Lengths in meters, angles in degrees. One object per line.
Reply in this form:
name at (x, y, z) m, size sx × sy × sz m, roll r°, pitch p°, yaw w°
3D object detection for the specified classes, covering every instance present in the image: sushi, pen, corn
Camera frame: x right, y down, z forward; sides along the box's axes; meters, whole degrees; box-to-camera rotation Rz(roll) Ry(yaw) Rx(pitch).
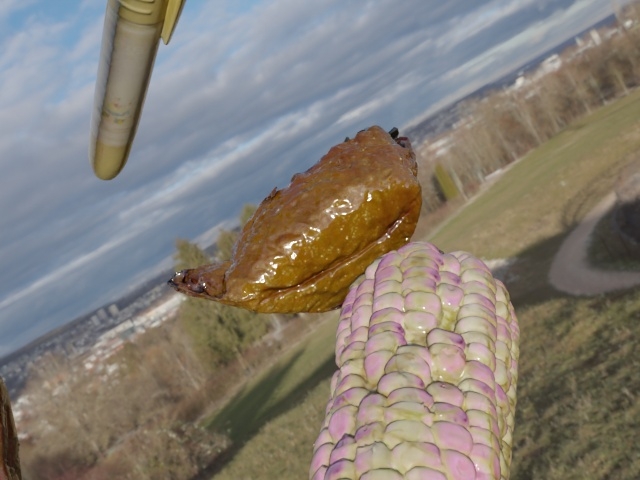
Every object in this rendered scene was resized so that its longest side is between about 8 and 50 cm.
sushi at (0.000, 0.000, 0.737) m, size 0.287 × 0.149 × 0.140 m, roll -40°, pitch 41°, yaw -2°
pen at (-0.105, -0.099, 0.409) m, size 0.233 × 0.040 × 0.032 m, roll 126°, pitch 162°, yaw -56°
corn at (0.055, 0.109, 0.419) m, size 0.126 × 0.127 × 0.335 m, roll -29°, pitch 17°, yaw 22°

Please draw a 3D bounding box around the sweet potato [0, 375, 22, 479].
sweet potato at (-0.218, 0.103, 0.439) m, size 0.058 × 0.255 × 0.078 m, roll -12°, pitch -19°, yaw -31°
